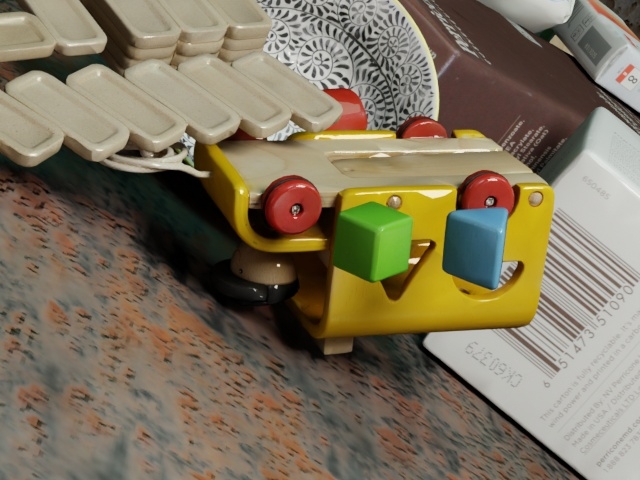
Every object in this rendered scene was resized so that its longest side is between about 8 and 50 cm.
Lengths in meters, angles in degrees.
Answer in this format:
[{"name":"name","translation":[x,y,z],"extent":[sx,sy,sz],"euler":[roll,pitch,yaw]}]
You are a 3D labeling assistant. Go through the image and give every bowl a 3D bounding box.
[{"name":"bowl","translation":[-0.024,-0.076,1.028],"extent":[0.170,0.080,0.170],"euler":[7,65,-14]}]

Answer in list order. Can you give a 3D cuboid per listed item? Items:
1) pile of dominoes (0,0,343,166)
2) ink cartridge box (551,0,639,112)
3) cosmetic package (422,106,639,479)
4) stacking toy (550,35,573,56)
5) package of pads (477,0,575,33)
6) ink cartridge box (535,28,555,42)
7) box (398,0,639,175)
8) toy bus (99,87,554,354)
[{"name":"pile of dominoes","translation":[-0.135,-0.093,0.882],"extent":[0.251,0.040,0.196],"euler":[-11,48,-37]},{"name":"ink cartridge box","translation":[0.270,-0.125,1.435],"extent":[0.179,0.045,0.145],"euler":[28,19,-25]},{"name":"cosmetic package","translation":[0.174,0.032,1.083],"extent":[0.151,0.151,0.183],"euler":[39,17,1]},{"name":"stacking toy","translation":[0.225,-0.200,1.884],"extent":[0.141,0.141,0.330],"euler":[41,12,8]},{"name":"package of pads","translation":[0.030,-0.237,1.378],"extent":[0.296,0.229,0.101],"euler":[26,63,-37]},{"name":"ink cartridge box","translation":[0.167,-0.183,1.547],"extent":[0.062,0.209,0.109],"euler":[38,16,0]},{"name":"box","translation":[0.123,-0.076,1.299],"extent":[0.381,0.143,0.191],"euler":[19,25,-46]},{"name":"toy bus","translation":[0.013,0.002,0.897],"extent":[0.202,0.104,0.191],"euler":[15,23,23]}]
